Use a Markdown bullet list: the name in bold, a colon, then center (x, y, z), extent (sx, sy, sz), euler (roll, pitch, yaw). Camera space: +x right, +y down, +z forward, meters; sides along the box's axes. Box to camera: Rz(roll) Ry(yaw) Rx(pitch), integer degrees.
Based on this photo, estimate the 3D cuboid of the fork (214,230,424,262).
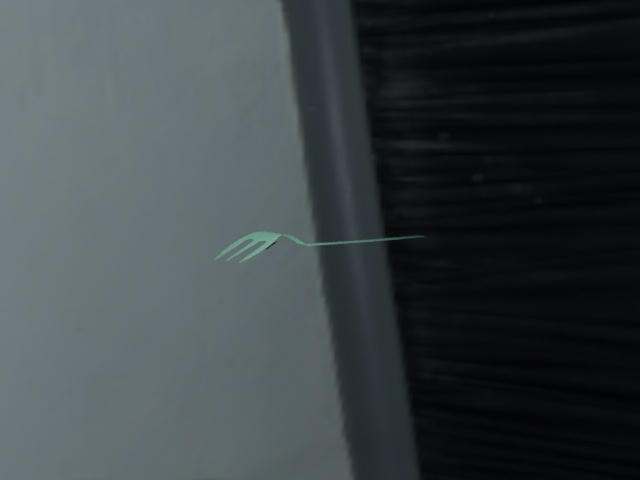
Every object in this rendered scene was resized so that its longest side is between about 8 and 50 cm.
- **fork**: center (0.000, -0.002, 1.276), extent (0.039, 0.235, 0.021), euler (4, 82, -43)
